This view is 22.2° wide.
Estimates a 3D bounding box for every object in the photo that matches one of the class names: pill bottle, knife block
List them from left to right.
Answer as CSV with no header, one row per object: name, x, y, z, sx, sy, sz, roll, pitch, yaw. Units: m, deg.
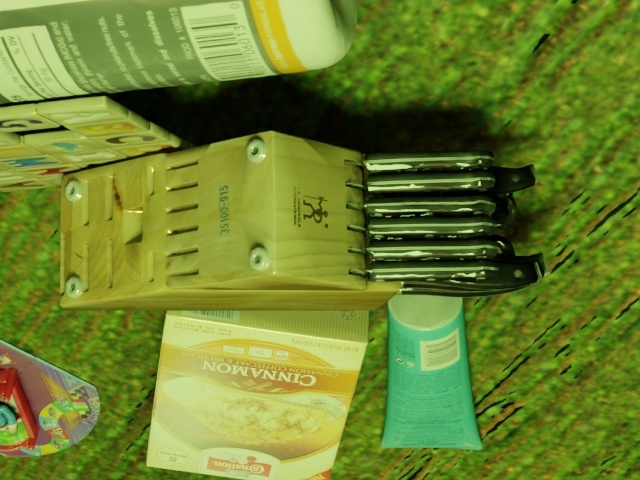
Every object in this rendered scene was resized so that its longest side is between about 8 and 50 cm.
pill bottle,-0.128,-0.156,0.870,0.278,0.162,0.162,-5,136,11
knife block,0.000,0.000,1.056,0.276,0.088,0.242,-9,166,39

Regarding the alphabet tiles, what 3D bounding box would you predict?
alphabet tiles,-0.185,-0.053,0.993,0.198,0.009,0.237,-6,173,11

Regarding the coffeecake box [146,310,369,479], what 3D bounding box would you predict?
coffeecake box,-0.049,0.098,1.201,0.142,0.068,0.185,8,137,-4

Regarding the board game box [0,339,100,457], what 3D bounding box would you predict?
board game box,-0.262,0.135,1.286,0.169,0.033,0.133,31,131,-24

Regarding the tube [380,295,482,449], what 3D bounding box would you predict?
tube,0.081,0.104,1.213,0.080,0.052,0.207,4,142,8
